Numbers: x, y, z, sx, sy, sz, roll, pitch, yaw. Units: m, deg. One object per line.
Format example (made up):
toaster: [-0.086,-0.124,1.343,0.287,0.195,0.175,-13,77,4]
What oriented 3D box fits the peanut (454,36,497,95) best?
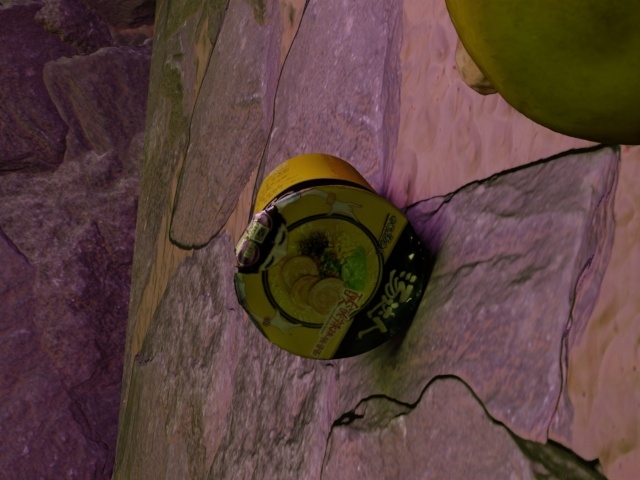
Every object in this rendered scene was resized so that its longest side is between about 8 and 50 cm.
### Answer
peanut: [0.190,-0.229,1.136,0.214,0.100,0.099,124,151,-43]

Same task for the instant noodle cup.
instant noodle cup: [0.000,0.000,1.390,0.236,0.216,0.215,-107,34,-68]

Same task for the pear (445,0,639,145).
pear: [0.213,-0.210,0.814,0.375,0.287,0.287,-85,10,-81]
